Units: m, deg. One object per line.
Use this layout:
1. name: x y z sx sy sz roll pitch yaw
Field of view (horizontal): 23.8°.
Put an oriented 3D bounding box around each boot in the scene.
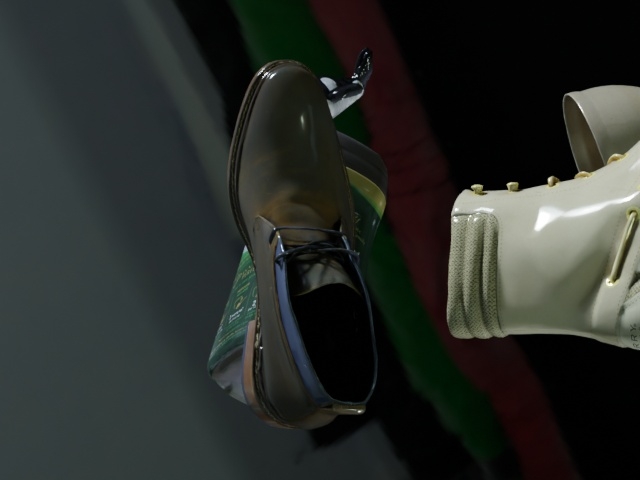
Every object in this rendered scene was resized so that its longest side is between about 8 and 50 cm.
1. boot: 0.000 0.000 0.865 0.106 0.082 0.219 173 -86 -68
2. boot: 0.205 -0.039 1.119 0.203 0.262 0.095 0 -27 31

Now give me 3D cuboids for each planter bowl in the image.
1. planter bowl: 0.337 -0.096 1.613 0.162 0.109 0.162 -18 90 -90

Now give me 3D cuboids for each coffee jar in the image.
1. coffee jar: -0.012 0.018 1.024 0.079 0.184 0.096 29 -37 -20

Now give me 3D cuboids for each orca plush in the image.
1. orca plush: -0.020 -0.186 1.839 0.102 0.287 0.151 52 -47 -2
